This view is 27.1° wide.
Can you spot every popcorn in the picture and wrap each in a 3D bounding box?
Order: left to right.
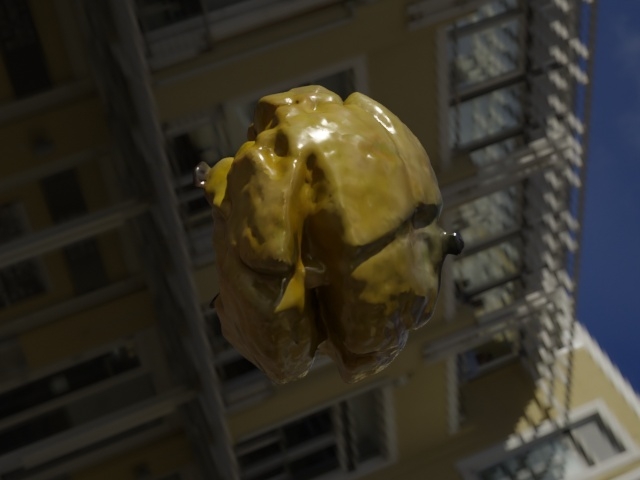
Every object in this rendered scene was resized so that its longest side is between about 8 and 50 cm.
[{"bbox_3d":[0.000,0.000,0.737,0.148,0.152,0.167,48,46,-51],"label":"popcorn"}]
